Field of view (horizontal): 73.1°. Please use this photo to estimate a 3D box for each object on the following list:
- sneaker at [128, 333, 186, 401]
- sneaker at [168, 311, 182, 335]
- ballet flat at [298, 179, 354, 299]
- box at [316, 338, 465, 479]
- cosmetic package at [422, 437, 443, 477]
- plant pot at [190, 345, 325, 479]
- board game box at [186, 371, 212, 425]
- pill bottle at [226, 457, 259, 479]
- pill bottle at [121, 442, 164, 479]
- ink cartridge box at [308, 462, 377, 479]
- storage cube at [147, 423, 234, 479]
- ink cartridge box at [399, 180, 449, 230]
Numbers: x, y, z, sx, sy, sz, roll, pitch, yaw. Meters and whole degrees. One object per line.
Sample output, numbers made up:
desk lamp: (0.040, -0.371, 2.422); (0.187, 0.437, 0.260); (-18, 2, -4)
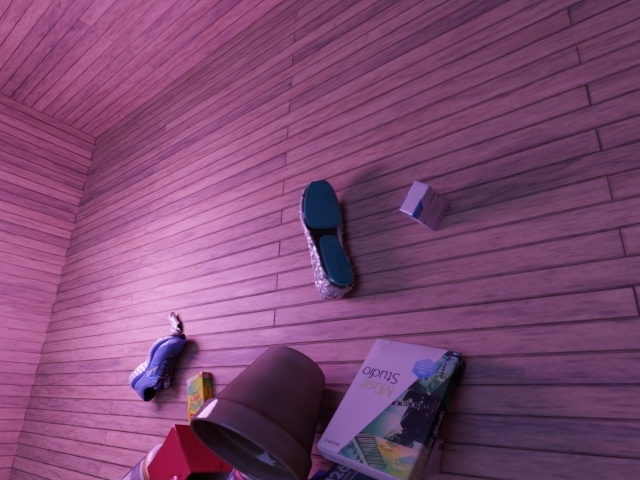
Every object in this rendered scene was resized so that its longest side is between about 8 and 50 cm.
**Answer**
sneaker: (-0.618, 0.502, 1.704); (0.147, 0.130, 0.330); (45, 107, 28)
sneaker: (-0.602, 0.343, 1.801); (0.044, 0.040, 0.109); (-30, 57, 9)
ballet flat: (0.000, 0.000, 1.356); (0.147, 0.147, 0.408); (-29, 55, 30)
box: (0.166, 0.374, 0.984); (0.232, 0.058, 0.322); (-1, 39, 41)
cosmetic package: (0.157, 0.480, 1.022); (0.231, 0.117, 0.085); (1, 74, 43)
plant pot: (-0.131, 0.449, 1.153); (0.323, 0.323, 0.280); (-10, 33, 38)
board game box: (-0.430, 0.574, 1.544); (0.092, 0.043, 0.181); (-32, 54, 27)
pill bottle: (-0.207, 0.691, 1.256); (0.108, 0.108, 0.180); (35, 97, 44)
pill bottle: (-0.596, 0.845, 1.495); (0.278, 0.162, 0.162); (-44, 49, 18)
ink cartridge box: (0.020, 0.610, 0.965); (0.307, 0.304, 0.072); (-7, 98, 38)
storage cube: (-0.397, 0.714, 1.345); (0.183, 0.215, 0.193); (-58, 40, 7)
ink cartridge box: (0.279, -0.090, 1.148); (0.052, 0.122, 0.088); (31, 94, 48)
